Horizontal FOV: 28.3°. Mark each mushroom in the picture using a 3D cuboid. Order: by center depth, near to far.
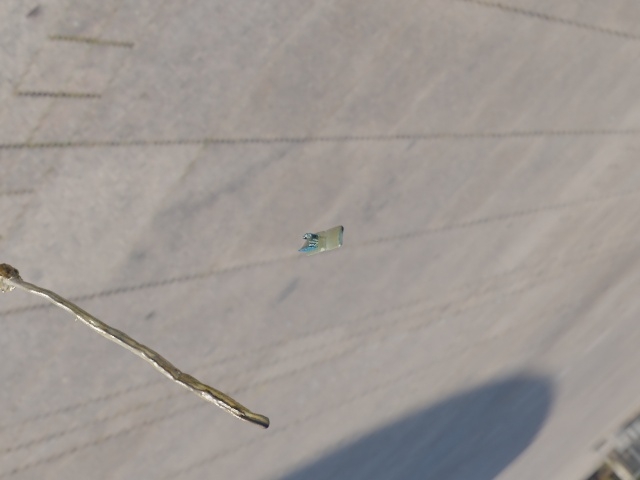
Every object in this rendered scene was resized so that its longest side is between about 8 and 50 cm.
[{"bbox_3d":[-0.164,0.097,1.128,0.026,0.286,0.028,-57,-168,9],"label":"mushroom"}]

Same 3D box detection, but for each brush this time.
[{"bbox_3d":[0.000,0.000,0.950,0.084,0.013,0.016,165,-66,-71],"label":"brush"}]
